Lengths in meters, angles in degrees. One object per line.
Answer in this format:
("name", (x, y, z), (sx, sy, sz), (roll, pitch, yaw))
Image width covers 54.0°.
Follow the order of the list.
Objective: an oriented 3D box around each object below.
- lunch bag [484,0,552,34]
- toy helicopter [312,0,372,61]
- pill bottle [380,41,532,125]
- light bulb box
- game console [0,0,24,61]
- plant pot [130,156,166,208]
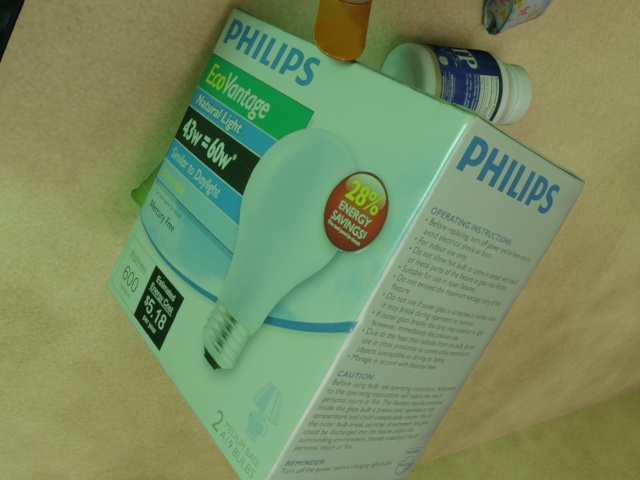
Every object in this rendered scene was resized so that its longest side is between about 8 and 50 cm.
("lunch bag", (0.250, -0.302, 0.798), (0.071, 0.053, 0.083), (-23, 167, -7))
("toy helicopter", (0.082, -0.299, 0.535), (0.355, 0.140, 0.235), (-50, 174, -49))
("pill bottle", (0.181, -0.196, 0.827), (0.187, 0.112, 0.112), (-4, 136, -29))
("light bulb box", (0.000, 0.000, 0.668), (0.225, 0.358, 0.360), (15, 107, -46))
("game console", (-0.360, -0.224, 0.380), (0.342, 0.060, 0.387), (26, 135, -26))
("plant pot", (-0.180, -0.071, 0.785), (0.083, 0.083, 0.079), (23, 108, -45))
